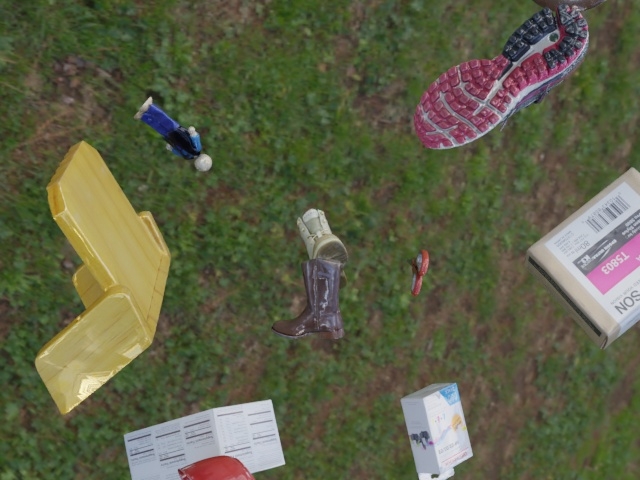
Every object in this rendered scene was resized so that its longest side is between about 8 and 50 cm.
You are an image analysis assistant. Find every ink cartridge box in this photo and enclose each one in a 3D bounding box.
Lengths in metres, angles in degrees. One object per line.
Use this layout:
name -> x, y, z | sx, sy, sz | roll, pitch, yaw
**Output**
ink cartridge box -> 0.485, 0.027, 1.443 | 0.234, 0.193, 0.088 | -38, 157, -6
ink cartridge box -> 0.222, 0.368, 1.651 | 0.104, 0.061, 0.181 | -14, 91, -44

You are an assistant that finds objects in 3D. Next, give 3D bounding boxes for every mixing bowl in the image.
mixing bowl -> -0.170, 0.464, 1.620 | 0.098, 0.181, 0.181 | -34, 128, -21

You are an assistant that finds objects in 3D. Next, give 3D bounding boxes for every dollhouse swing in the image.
dollhouse swing -> -0.452, 0.054, 1.608 | 0.315, 0.347, 0.305 | -39, 112, 14

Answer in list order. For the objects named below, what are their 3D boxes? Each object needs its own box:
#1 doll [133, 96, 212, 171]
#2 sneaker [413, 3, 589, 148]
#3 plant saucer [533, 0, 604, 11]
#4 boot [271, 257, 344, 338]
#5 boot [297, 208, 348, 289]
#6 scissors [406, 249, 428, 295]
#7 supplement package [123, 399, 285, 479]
doll -> -0.303, -0.216, 1.852 | 0.189, 0.129, 0.046 | 41, 59, -12
sneaker -> 0.284, -0.230, 1.359 | 0.299, 0.121, 0.112 | -31, 159, 11
plant saucer -> 0.447, -0.506, 1.567 | 0.036, 0.198, 0.199 | 6, 100, -75
boot -> -0.020, 0.072, 1.164 | 0.037, 0.106, 0.114 | -58, 144, -64
boot -> 0.000, 0.000, 1.864 | 0.077, 0.165, 0.213 | -18, 153, -4
scissors -> 0.240, 0.049, 2.192 | 0.297, 0.021, 0.109 | -79, 180, -73
supplement package -> -0.247, 0.447, 1.887 | 0.204, 0.261, 0.145 | 6, 67, -56
